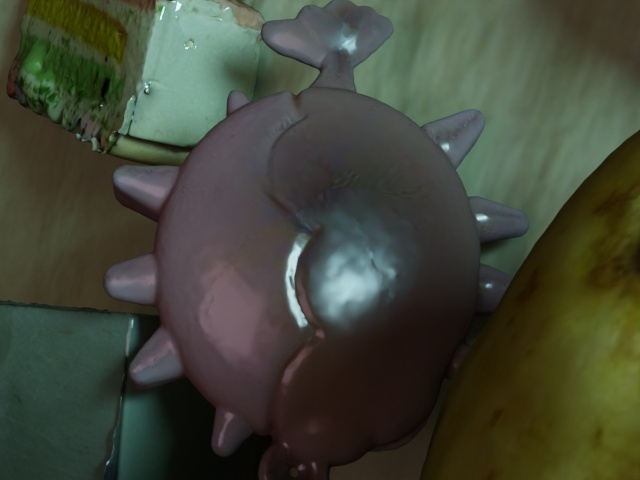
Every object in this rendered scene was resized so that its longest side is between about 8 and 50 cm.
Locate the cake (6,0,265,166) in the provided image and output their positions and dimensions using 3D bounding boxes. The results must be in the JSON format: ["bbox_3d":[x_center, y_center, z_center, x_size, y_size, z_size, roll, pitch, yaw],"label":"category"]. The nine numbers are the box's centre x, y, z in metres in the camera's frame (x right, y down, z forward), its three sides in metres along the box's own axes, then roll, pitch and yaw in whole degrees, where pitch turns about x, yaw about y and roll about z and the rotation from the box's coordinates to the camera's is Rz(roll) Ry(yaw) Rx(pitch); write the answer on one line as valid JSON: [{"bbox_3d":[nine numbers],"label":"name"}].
[{"bbox_3d":[-0.119,-0.116,0.896,0.225,0.090,0.109,29,107,55],"label":"cake"}]

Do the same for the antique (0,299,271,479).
[{"bbox_3d":[-0.113,0.113,0.803,0.146,0.148,0.152,3,87,37],"label":"antique"}]

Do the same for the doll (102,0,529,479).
[{"bbox_3d":[0.000,0.000,0.713,0.093,0.211,0.262,107,162,-68],"label":"doll"}]

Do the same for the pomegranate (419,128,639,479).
[{"bbox_3d":[0.222,0.127,0.432,0.410,0.410,0.410,-4,84,37],"label":"pomegranate"}]
